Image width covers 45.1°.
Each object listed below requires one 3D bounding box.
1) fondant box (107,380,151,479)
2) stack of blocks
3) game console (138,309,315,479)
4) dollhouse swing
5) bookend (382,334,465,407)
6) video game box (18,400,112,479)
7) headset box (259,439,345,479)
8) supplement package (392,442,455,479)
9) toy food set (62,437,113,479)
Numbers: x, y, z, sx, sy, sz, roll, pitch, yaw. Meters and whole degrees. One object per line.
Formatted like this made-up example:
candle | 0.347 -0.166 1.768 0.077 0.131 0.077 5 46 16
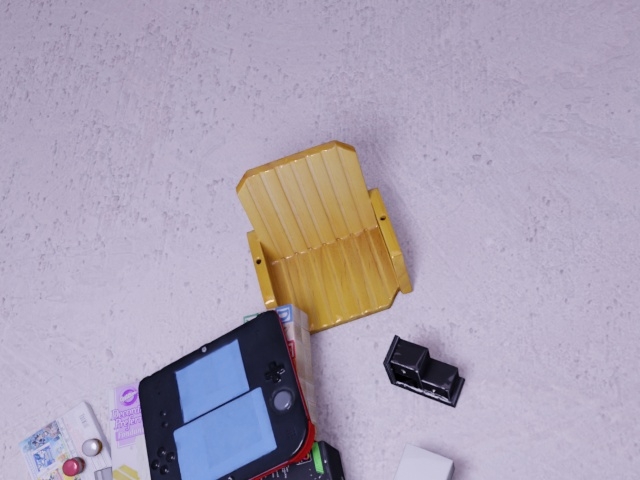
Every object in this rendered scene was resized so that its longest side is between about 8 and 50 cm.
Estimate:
fondant box | -0.351 0.479 1.763 0.238 0.096 0.330 -16 60 5
stack of blocks | -0.109 0.309 1.709 0.171 0.087 0.297 -16 61 20
game console | -0.213 0.368 1.647 0.386 0.060 0.342 -29 58 13
dollhouse swing | 0.000 0.000 1.810 0.347 0.305 0.315 -18 61 2
bookend | 0.230 0.289 1.692 0.157 0.156 0.072 18 68 20
video game box | -0.594 0.518 1.825 0.187 0.048 0.205 -32 61 -7
headset box | -0.064 0.578 1.613 0.283 0.131 0.246 -17 61 10
supplement package | 0.201 0.531 1.603 0.105 0.105 0.179 17 69 21
toy food set | -0.516 0.562 1.708 0.111 0.104 0.232 -13 80 -2
